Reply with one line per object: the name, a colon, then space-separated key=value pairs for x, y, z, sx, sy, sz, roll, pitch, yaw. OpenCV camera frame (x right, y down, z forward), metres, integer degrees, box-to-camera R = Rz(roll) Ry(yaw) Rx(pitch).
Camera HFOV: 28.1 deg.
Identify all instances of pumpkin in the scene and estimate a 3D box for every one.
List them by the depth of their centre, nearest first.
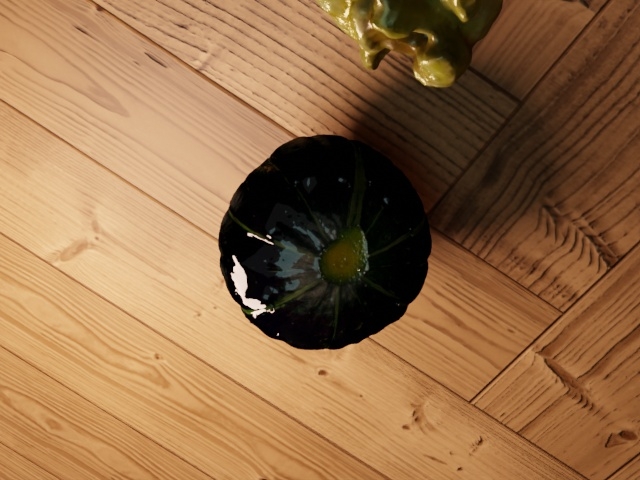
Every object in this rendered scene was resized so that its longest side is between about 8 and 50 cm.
pumpkin: x=0.000 y=0.000 z=1.762 sx=0.295 sy=0.296 sz=0.296 roll=11 pitch=129 yaw=13

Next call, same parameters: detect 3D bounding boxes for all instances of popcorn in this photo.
popcorn: x=0.096 y=-0.322 z=1.484 sx=0.250 sy=0.235 sz=0.242 roll=30 pitch=89 yaw=10
